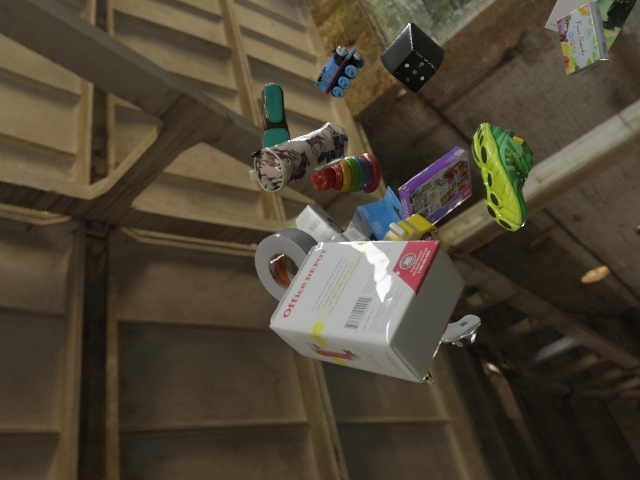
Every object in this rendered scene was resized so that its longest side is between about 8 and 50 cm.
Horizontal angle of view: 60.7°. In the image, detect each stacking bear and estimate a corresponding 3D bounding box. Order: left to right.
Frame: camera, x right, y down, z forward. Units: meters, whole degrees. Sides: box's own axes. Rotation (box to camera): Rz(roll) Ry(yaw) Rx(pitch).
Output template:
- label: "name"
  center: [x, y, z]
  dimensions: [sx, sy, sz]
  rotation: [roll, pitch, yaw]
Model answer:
- label: "stacking bear"
  center: [0.097, -0.277, 2.344]
  dimensions: [0.289, 0.164, 0.175]
  rotation: [-9, -88, -22]

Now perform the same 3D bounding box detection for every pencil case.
- label: "pencil case"
  center: [-0.067, -0.311, 2.012]
  dimensions: [0.410, 0.184, 0.159]
  rotation: [-32, -57, -43]

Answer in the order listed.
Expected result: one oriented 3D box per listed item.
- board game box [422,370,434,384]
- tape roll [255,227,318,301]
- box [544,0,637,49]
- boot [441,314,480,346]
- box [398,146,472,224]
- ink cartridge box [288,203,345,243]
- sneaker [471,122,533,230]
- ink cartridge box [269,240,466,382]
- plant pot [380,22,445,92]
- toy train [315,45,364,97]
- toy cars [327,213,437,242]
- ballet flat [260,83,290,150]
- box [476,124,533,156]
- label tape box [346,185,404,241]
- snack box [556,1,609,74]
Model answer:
- label: "board game box"
  center: [0.376, 0.495, 2.137]
  dimensions: [0.136, 0.030, 0.259]
  rotation: [59, 173, 11]
- label: "tape roll"
  center: [-0.083, 0.076, 1.573]
  dimensions: [0.072, 0.219, 0.219]
  rotation: [-31, -94, -47]
- label: "box"
  center: [0.933, -0.827, 1.819]
  dimensions: [0.232, 0.322, 0.058]
  rotation: [28, -140, 15]
- label: "boot"
  center: [0.428, 0.301, 1.697]
  dimensions: [0.190, 0.086, 0.069]
  rotation: [-14, -150, -36]
- label: "box"
  center: [0.412, -0.173, 1.939]
  dimensions: [0.057, 0.293, 0.200]
  rotation: [35, 153, 44]
- label: "ink cartridge box"
  center: [0.000, 0.000, 1.897]
  dimensions: [0.212, 0.154, 0.093]
  rotation: [45, -162, 12]
- label: "sneaker"
  center: [0.433, -0.158, 1.249]
  dimensions: [0.124, 0.109, 0.295]
  rotation: [1, -123, -4]
- label: "ink cartridge box"
  center: [0.105, 0.151, 1.307]
  dimensions: [0.160, 0.385, 0.279]
  rotation: [50, -122, -32]
- label: "plant pot"
  center: [0.359, -0.682, 2.108]
  dimensions: [0.188, 0.187, 0.167]
  rotation: [32, -143, -22]
- label: "toy train"
  center: [0.060, -0.532, 1.725]
  dimensions: [0.105, 0.184, 0.080]
  rotation: [33, -125, -5]
- label: "toy cars"
  center: [0.146, 0.008, 1.627]
  dimensions: [0.087, 0.394, 0.176]
  rotation: [51, -143, -42]
- label: "ballet flat"
  center: [-0.185, -0.437, 2.144]
  dimensions: [0.124, 0.116, 0.342]
  rotation: [163, 101, -79]
- label: "box"
  center: [0.580, -0.312, 1.747]
  dimensions: [0.179, 0.043, 0.105]
  rotation: [37, -173, 41]
- label: "label tape box"
  center: [0.210, -0.010, 2.165]
  dimensions: [0.115, 0.347, 0.249]
  rotation: [1, -139, -26]
- label: "snack box"
  center: [0.641, -0.492, 1.338]
  dimensions: [0.037, 0.100, 0.141]
  rotation: [-9, -92, -25]
